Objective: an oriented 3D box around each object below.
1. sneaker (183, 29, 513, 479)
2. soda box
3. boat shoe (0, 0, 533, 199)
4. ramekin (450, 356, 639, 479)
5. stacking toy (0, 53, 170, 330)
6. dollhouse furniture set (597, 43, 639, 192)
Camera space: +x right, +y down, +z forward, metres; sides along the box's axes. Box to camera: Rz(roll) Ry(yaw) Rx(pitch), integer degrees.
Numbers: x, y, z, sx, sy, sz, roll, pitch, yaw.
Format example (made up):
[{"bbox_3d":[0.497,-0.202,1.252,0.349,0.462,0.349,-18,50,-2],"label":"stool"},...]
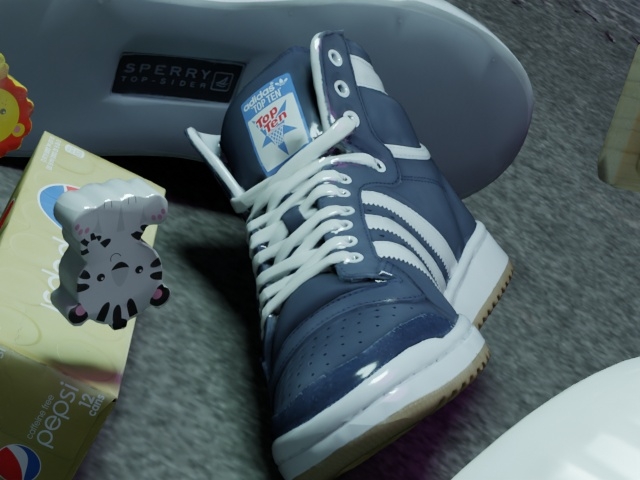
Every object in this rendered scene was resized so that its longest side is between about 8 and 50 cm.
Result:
[{"bbox_3d":[0.000,0.000,0.864,0.153,0.099,0.282,55,17,-5],"label":"sneaker"},{"bbox_3d":[-0.108,0.026,0.792,0.061,0.058,0.181,26,23,-11],"label":"soda box"},{"bbox_3d":[-0.067,-0.105,1.032,0.367,0.136,0.156,3,31,-30],"label":"boat shoe"},{"bbox_3d":[0.079,0.151,0.510,0.127,0.273,0.273,37,24,27],"label":"ramekin"},{"bbox_3d":[-0.181,-0.010,0.715,0.221,0.052,0.167,-12,29,-28],"label":"stacking toy"},{"bbox_3d":[0.180,0.092,0.747,0.355,0.303,0.174,12,14,-28],"label":"dollhouse furniture set"}]
